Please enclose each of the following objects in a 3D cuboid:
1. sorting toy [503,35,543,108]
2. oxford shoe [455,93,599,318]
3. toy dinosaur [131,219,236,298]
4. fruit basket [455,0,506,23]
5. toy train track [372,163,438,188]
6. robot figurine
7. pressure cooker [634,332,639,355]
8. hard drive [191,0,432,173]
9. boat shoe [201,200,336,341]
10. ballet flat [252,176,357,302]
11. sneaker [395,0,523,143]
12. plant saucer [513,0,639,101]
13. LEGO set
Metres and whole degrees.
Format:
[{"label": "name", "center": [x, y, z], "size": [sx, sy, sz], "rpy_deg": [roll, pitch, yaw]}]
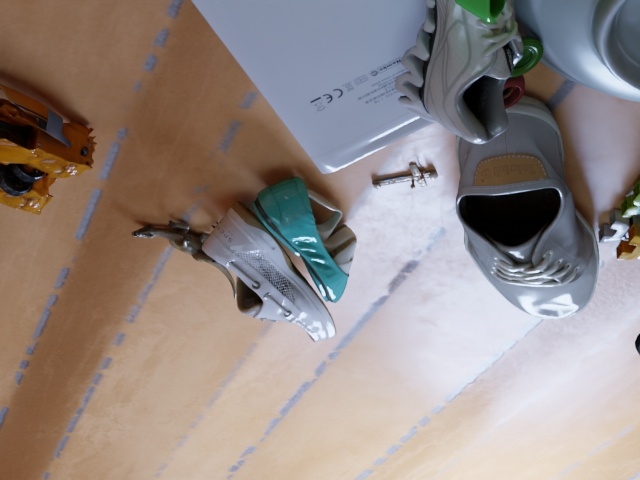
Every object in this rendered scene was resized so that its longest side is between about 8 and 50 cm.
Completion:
[{"label": "sorting toy", "center": [0.187, -0.181, 1.349], "size": [0.061, 0.042, 0.102], "rpy_deg": [-10, 144, -21]}, {"label": "oxford shoe", "center": [0.253, -0.001, 1.615], "size": [0.169, 0.130, 0.449], "rpy_deg": [-7, 147, 13]}, {"label": "toy dinosaur", "center": [-0.161, 0.011, 1.766], "size": [0.183, 0.053, 0.093], "rpy_deg": [32, 154, -25]}, {"label": "fruit basket", "center": [0.183, -0.366, 0.950], "size": [0.392, 0.282, 0.392], "rpy_deg": [18, 151, 10]}, {"label": "toy train track", "center": [0.104, -0.073, 1.622], "size": [0.083, 0.014, 0.048], "rpy_deg": [-9, 145, 20]}, {"label": "robot figurine", "center": [-0.424, -0.129, 1.525], "size": [0.291, 0.085, 0.211], "rpy_deg": [25, 142, -30]}, {"label": "pressure cooker", "center": [0.541, 0.028, 1.354], "size": [0.370, 0.420, 0.375], "rpy_deg": [-2, 114, -6]}, {"label": "hard drive", "center": [0.027, -0.224, 1.308], "size": [0.233, 0.047, 0.353], "rpy_deg": [-25, 141, 12]}, {"label": "boat shoe", "center": [-0.073, 0.062, 1.750], "size": [0.096, 0.098, 0.277], "rpy_deg": [-42, 132, -5]}, {"label": "ballet flat", "center": [0.000, 0.000, 1.691], "size": [0.087, 0.083, 0.247], "rpy_deg": [-30, 141, 5]}, {"label": "sneaker", "center": [0.147, -0.222, 1.228], "size": [0.110, 0.118, 0.292], "rpy_deg": [-19, 133, -21]}, {"label": "plant saucer", "center": [0.372, -0.236, 1.258], "size": [0.401, 0.100, 0.400], "rpy_deg": [2, 148, 1]}, {"label": "LEGO set", "center": [0.427, -0.028, 1.591], "size": [0.093, 0.087, 0.227], "rpy_deg": [9, 148, -8]}]
